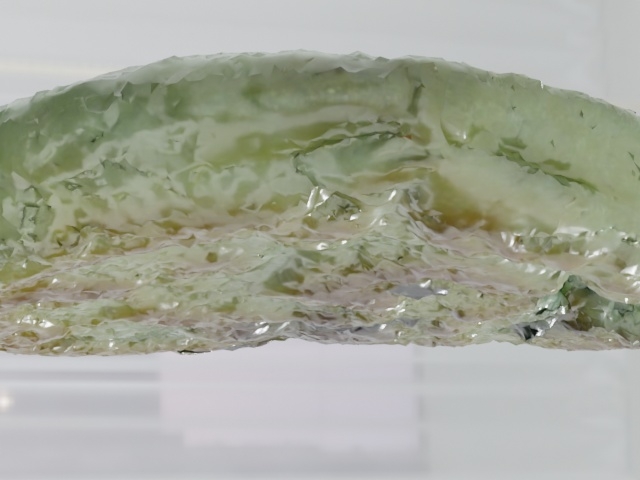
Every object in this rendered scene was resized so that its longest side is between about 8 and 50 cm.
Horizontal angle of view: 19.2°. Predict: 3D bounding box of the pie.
[{"bbox_3d":[-0.008,0.000,0.659,0.302,0.302,0.067,144,-52,-69],"label":"pie"}]
